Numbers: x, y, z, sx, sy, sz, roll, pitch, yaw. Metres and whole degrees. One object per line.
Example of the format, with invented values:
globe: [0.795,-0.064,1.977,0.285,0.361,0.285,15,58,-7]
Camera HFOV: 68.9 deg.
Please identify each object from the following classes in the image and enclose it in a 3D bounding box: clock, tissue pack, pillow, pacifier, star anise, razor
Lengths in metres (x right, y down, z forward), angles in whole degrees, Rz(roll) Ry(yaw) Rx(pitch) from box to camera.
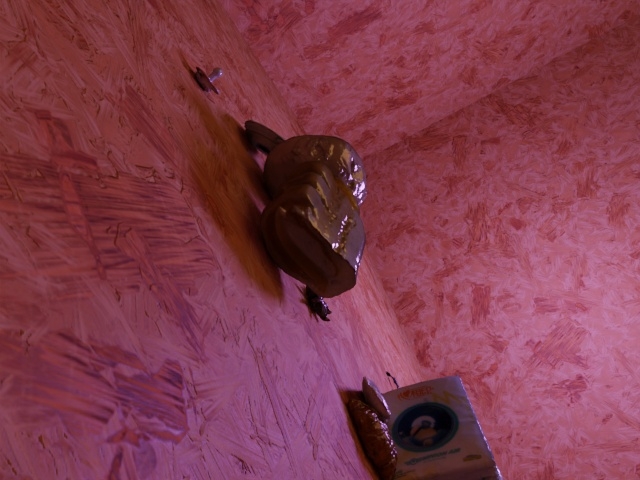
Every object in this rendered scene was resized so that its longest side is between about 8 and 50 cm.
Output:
clock: [-0.173,-0.326,1.619,0.236,0.053,0.236,34,-6,4]
tissue pack: [0.340,0.590,1.386,0.388,0.288,0.162,-85,158,-72]
pillow: [0.157,0.468,1.345,0.128,0.051,0.229,57,-10,25]
pacifier: [-0.327,-0.487,1.390,0.081,0.078,0.099,43,-6,43]
star anise: [-0.008,0.180,1.378,0.141,0.042,0.141,61,6,-12]
razor: [0.318,0.622,1.965,0.044,0.028,0.154,52,14,-50]

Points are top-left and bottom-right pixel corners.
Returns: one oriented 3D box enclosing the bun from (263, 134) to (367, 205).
bun: [-0.021,-0.188,1.522,0.362,0.326,0.234,27,57,-50]

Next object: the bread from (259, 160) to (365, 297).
bread: [-0.019,-0.045,1.283,0.300,0.210,0.341,51,32,-25]

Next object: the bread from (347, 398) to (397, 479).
bread: [0.147,0.514,1.216,0.233,0.076,0.105,63,8,6]
